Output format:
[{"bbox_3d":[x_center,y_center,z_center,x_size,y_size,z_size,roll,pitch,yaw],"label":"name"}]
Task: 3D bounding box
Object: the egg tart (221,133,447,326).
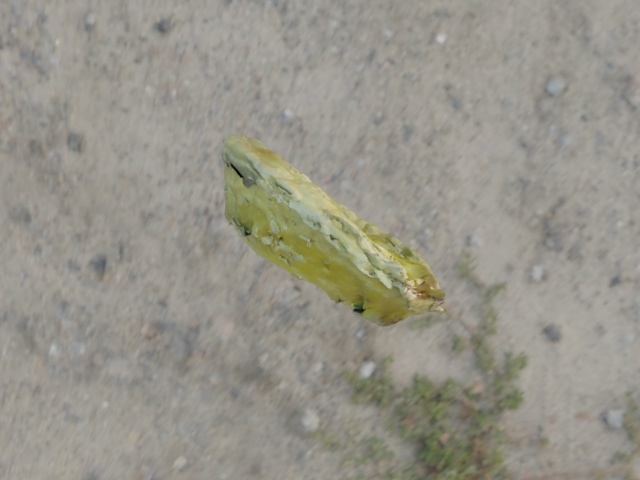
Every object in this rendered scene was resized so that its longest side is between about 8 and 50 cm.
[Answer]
[{"bbox_3d":[0.000,0.000,1.434,0.279,0.279,0.095,37,93,1],"label":"egg tart"}]
